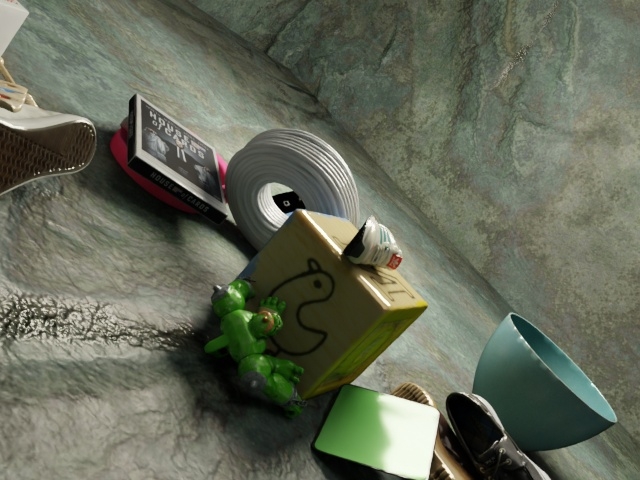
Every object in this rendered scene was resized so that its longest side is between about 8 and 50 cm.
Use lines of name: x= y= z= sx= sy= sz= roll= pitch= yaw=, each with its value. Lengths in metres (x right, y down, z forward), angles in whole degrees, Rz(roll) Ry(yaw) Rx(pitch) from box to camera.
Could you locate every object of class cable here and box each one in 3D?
cable: x=-0.054 y=-0.067 z=1.167 sx=0.257 sy=0.257 sz=0.089 roll=19 pitch=38 yaw=23

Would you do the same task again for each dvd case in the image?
dvd case: x=-0.242 y=-0.140 z=1.112 sx=0.179 sy=0.029 sz=0.238 roll=35 pitch=21 yaw=-32

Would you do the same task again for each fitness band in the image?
fitness band: x=-0.256 y=-0.140 z=1.208 sx=0.209 sy=0.054 sz=0.291 roll=44 pitch=17 yaw=4

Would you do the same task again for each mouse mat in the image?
mouse mat: x=0.081 y=0.256 z=0.904 sx=0.153 sy=0.007 sz=0.189 roll=13 pitch=18 yaw=12

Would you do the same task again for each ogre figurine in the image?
ogre figurine: x=-0.084 y=0.129 z=0.849 sx=0.118 sy=0.097 sz=0.196 roll=34 pitch=48 yaw=-66

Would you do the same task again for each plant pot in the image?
plant pot: x=0.431 y=0.322 z=1.383 sx=0.290 sy=0.195 sz=0.290 roll=39 pitch=15 yaw=-13

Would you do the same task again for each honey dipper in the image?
honey dipper: x=-0.464 y=-0.234 z=1.001 sx=0.160 sy=0.030 sz=0.030 roll=49 pitch=17 yaw=29

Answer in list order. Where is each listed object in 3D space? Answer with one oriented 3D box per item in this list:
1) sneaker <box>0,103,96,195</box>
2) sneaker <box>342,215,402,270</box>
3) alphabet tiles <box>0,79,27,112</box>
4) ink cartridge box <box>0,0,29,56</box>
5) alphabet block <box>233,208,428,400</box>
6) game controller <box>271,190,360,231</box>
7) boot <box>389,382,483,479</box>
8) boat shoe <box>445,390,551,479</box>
sneaker: x=-0.398 y=-0.109 z=0.757 sx=0.123 sy=0.105 sz=0.290 roll=18 pitch=14 yaw=17
sneaker: x=0.082 y=0.010 z=0.923 sx=0.075 sy=0.057 sz=0.161 roll=37 pitch=12 yaw=3
alphabet tiles: x=-0.462 y=-0.186 z=0.703 sx=0.278 sy=0.021 sz=0.284 roll=13 pitch=12 yaw=-25
ink cartridge box: x=-0.531 y=-0.335 z=0.920 sx=0.176 sy=0.127 sz=0.128 roll=45 pitch=15 yaw=5
alphabet block: x=0.009 y=0.092 z=0.989 sx=0.197 sy=0.192 sz=0.193 roll=47 pitch=18 yaw=21
game controller: x=0.000 y=0.000 z=1.315 sx=0.167 sy=0.067 sz=0.319 roll=-6 pitch=41 yaw=-22
boot: x=0.199 y=0.350 z=1.013 sx=0.207 sy=0.090 sz=0.248 roll=47 pitch=10 yaw=-31
boat shoe: x=0.245 y=0.300 z=0.929 sx=0.076 sy=0.080 sz=0.228 roll=34 pitch=21 yaw=-39
